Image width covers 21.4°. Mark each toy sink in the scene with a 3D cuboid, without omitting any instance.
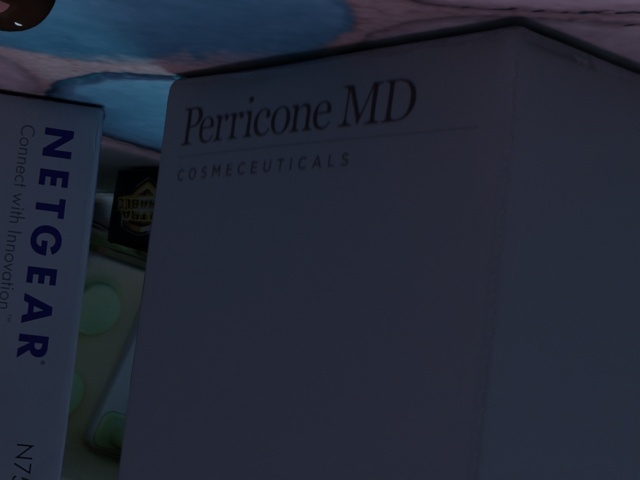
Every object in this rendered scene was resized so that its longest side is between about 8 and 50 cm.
[{"bbox_3d":[-0.136,0.069,1.066,0.153,0.131,0.234,20,-173,-38],"label":"toy sink"}]

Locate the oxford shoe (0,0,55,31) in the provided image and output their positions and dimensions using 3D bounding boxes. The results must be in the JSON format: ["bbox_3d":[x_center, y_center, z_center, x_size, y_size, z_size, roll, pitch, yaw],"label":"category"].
[{"bbox_3d":[-0.195,-0.081,0.572,0.227,0.096,0.083,4,169,7],"label":"oxford shoe"}]

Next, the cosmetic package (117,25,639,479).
[{"bbox_3d":[0.031,0.154,0.745,0.161,0.453,0.230,14,168,-41],"label":"cosmetic package"}]

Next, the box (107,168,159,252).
[{"bbox_3d":[0.000,0.000,1.096,0.175,0.051,0.220,2,170,34],"label":"box"}]

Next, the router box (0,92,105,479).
[{"bbox_3d":[-0.282,0.076,0.875,0.301,0.335,0.082,7,171,-12],"label":"router box"}]

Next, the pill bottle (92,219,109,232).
[{"bbox_3d":[-0.211,0.046,1.308,0.122,0.123,0.219,9,174,-15],"label":"pill bottle"}]
